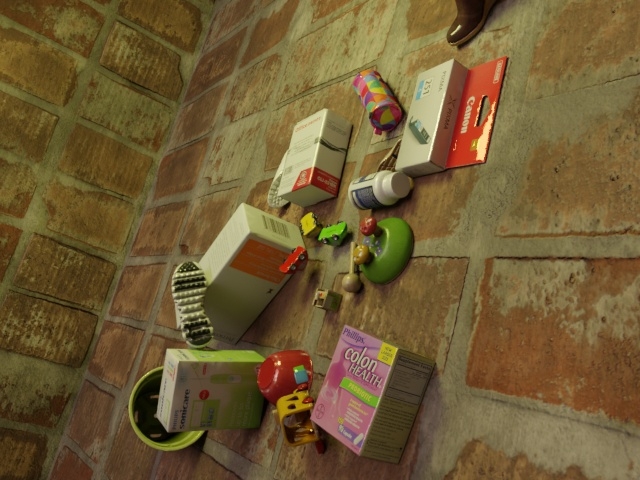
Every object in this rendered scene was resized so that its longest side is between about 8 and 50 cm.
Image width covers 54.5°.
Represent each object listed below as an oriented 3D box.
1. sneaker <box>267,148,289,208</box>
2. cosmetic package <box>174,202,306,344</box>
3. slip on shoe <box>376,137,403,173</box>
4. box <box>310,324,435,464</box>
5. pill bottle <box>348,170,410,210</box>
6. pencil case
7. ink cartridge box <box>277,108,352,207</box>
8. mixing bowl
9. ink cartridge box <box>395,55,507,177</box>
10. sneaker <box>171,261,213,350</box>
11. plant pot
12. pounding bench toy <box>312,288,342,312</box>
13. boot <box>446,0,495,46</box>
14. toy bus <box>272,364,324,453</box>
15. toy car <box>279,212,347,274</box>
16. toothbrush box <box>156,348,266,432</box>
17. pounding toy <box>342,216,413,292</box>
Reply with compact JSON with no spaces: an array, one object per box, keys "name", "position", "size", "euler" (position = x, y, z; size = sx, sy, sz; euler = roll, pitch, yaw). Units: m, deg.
[{"name":"sneaker","position":[-0.123,-0.221,2.207],"size":[0.235,0.090,0.095],"euler":[-65,18,-5]},{"name":"cosmetic package","position":[-0.271,0.121,2.046],"size":[0.453,0.230,0.161],"euler":[-51,35,25]},{"name":"slip on shoe","position":[0.206,-0.228,1.734],"size":[0.135,0.051,0.041],"euler":[-60,-9,26]},{"name":"box","position":[0.113,0.343,1.413],"size":[0.214,0.117,0.242],"euler":[15,82,59]},{"name":"pill bottle","position":[0.160,-0.137,1.686],"size":[0.169,0.094,0.094],"euler":[-9,62,55]},{"name":"pencil case","position":[0.166,-0.420,1.867],"size":[0.104,0.104,0.236],"euler":[-48,34,28]},{"name":"ink cartridge box","position":[-0.019,-0.265,2.028],"size":[0.197,0.114,0.272],"euler":[-14,60,54]},{"name":"mixing bowl","position":[-0.113,0.384,1.753],"size":[0.181,0.098,0.181],"euler":[-34,43,40]},{"name":"ink cartridge box","position":[0.327,-0.321,1.583],"size":[0.261,0.066,0.296],"euler":[-7,65,57]},{"name":"sneaker","position":[-0.397,0.205,1.912],"size":[0.118,0.110,0.292],"euler":[112,150,-59]},{"name":"plant pot","position":[-0.547,0.594,2.154],"size":[0.254,0.276,0.275],"euler":[-38,40,55]},{"name":"pounding bench toy","position":[0.005,0.162,1.734],"size":[0.065,0.083,0.052],"euler":[1,71,57]},{"name":"boot","position":[0.361,-0.651,1.612],"size":[0.248,0.207,0.090],"euler":[-50,34,25]},{"name":"toy bus","position":[-0.065,0.434,1.561],"size":[0.202,0.105,0.190],"euler":[87,167,-51]},{"name":"toy car","position":[0.000,0.000,1.859],"size":[0.225,0.053,0.239],"euler":[-16,41,41]},{"name":"toothbrush box","position":[-0.310,0.431,1.806],"size":[0.122,0.283,0.206],"euler":[15,96,60]},{"name":"pounding toy","position":[0.121,0.021,1.625],"size":[0.237,0.110,0.182],"euler":[-32,45,43]}]
